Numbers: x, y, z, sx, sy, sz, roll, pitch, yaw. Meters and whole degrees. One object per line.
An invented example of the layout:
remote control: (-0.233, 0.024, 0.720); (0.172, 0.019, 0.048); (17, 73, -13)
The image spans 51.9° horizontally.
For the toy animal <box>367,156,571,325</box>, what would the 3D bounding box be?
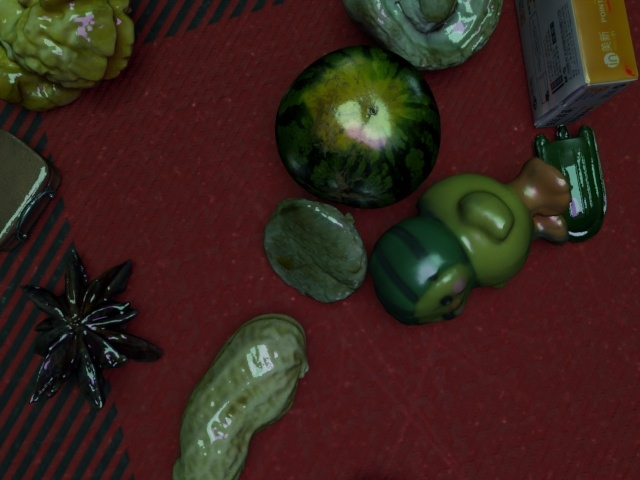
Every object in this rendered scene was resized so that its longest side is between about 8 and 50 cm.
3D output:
toy animal: (0.227, -0.002, 1.068); (0.338, 0.216, 0.191); (-33, 56, -5)

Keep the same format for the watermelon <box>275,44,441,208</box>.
watermelon: (0.060, -0.180, 1.063); (0.269, 0.269, 0.269); (0, 83, 1)

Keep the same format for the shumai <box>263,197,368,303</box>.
shumai: (0.000, 0.000, 1.108); (0.201, 0.201, 0.120); (36, 43, 5)

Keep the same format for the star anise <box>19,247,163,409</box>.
star anise: (-0.393, 0.146, 1.092); (0.212, 0.129, 0.283); (-20, 74, -8)

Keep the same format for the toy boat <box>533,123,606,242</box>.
toy boat: (0.436, -0.101, 1.145); (0.104, 0.052, 0.210); (-10, 83, 15)

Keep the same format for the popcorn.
popcorn: (-0.437, -0.367, 1.117); (0.265, 0.225, 0.332); (32, 106, 16)

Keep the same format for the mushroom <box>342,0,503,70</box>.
mushroom: (0.162, -0.380, 1.126); (0.267, 0.189, 0.164); (-16, 122, -28)

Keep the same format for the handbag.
handbag: (-0.553, -0.079, 1.144); (0.151, 0.072, 0.193); (35, 83, 4)

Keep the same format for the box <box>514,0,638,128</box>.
box: (0.412, -0.348, 1.095); (0.091, 0.221, 0.274); (-5, 85, -4)

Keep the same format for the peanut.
peanut: (-0.132, 0.264, 1.064); (0.153, 0.140, 0.325); (28, 85, -13)
